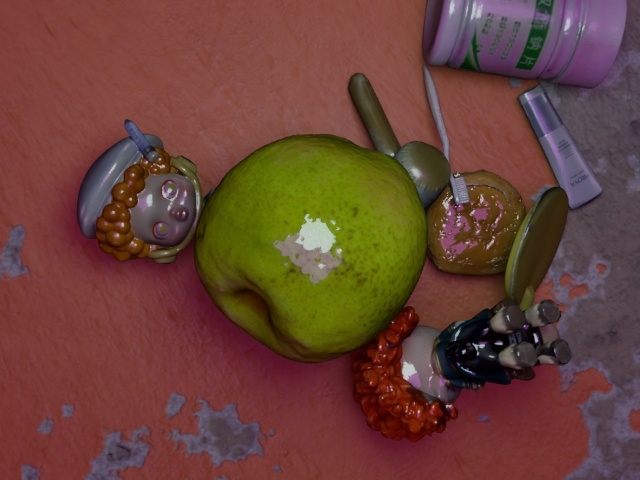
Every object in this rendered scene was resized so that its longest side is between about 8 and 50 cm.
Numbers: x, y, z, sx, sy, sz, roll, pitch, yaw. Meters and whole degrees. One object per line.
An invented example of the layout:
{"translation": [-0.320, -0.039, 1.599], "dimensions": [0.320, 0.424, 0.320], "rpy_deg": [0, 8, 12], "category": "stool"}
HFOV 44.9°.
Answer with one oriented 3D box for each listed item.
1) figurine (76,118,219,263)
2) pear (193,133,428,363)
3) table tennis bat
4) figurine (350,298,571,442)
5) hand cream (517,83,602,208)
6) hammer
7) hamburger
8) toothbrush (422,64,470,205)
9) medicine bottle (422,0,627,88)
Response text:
{"translation": [-0.252, -0.039, 1.417], "dimensions": [0.382, 0.205, 0.224], "rpy_deg": [29, 91, -25], "category": "figurine"}
{"translation": [0.000, 0.000, 1.270], "dimensions": [0.391, 0.391, 0.391], "rpy_deg": [0, 91, -5], "category": "pear"}
{"translation": [0.391, 0.072, 1.470], "dimensions": [0.054, 0.224, 0.369], "rpy_deg": [24, 110, 31], "category": "table tennis bat"}
{"translation": [0.232, 0.208, 1.351], "dimensions": [0.411, 0.306, 0.241], "rpy_deg": [-24, 89, 20], "category": "figurine"}
{"translation": [0.467, -0.184, 1.521], "dimensions": [0.079, 0.048, 0.255], "rpy_deg": [-31, 94, -5], "category": "hand cream"}
{"translation": [0.121, -0.182, 1.454], "dimensions": [0.113, 0.202, 0.305], "rpy_deg": [-12, 69, -30], "category": "hammer"}
{"translation": [0.290, -0.033, 1.486], "dimensions": [0.213, 0.108, 0.214], "rpy_deg": [-1, 96, -5], "category": "hamburger"}
{"translation": [0.233, -0.204, 1.458], "dimensions": [0.029, 0.025, 0.307], "rpy_deg": [-11, 67, 2], "category": "toothbrush"}
{"translation": [0.367, -0.405, 1.430], "dimensions": [0.325, 0.212, 0.212], "rpy_deg": [9, 90, -4], "category": "medicine bottle"}
